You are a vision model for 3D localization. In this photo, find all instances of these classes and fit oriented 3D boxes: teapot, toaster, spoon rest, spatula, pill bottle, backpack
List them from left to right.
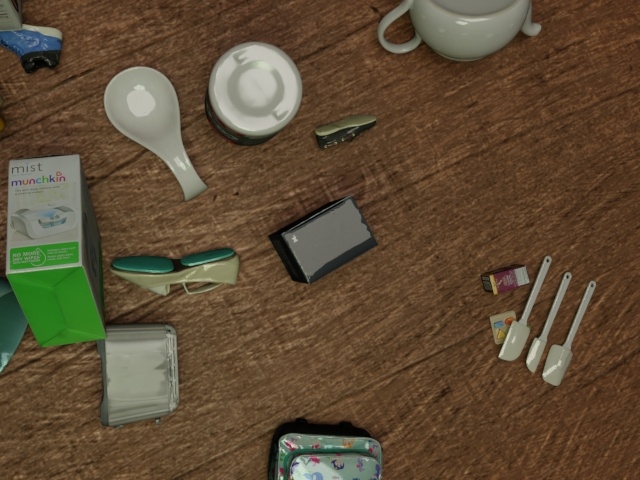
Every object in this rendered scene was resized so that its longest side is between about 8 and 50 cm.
[{"bbox_3d":[-0.345,0.238,1.598,0.147,0.129,0.226,-3,88,-14],"label":"toaster"},{"bbox_3d":[-0.307,-0.206,1.625,0.137,0.084,0.276,-33,96,-8],"label":"spoon rest"},{"bbox_3d":[-0.131,-0.257,1.553,0.161,0.283,0.161,0,90,-10],"label":"pill bottle"},{"bbox_3d":[0.008,0.494,1.635,0.225,0.191,0.253,6,94,-11],"label":"backpack"},{"bbox_3d":[0.283,-0.447,1.683,0.256,0.187,0.252,32,64,17],"label":"teapot"},{"bbox_3d":[0.488,0.169,1.791,0.168,0.019,0.242,26,81,-13],"label":"spatula"}]

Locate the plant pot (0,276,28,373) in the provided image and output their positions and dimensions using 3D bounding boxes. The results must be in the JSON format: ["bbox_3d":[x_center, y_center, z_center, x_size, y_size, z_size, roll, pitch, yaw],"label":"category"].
[{"bbox_3d":[-0.691,0.150,1.467,0.235,0.293,0.293,30,85,4],"label":"plant pot"}]

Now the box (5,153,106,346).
[{"bbox_3d":[-0.458,0.022,1.471,0.127,0.262,0.231,-6,57,-8],"label":"box"}]

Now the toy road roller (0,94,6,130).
[{"bbox_3d":[-0.719,-0.197,1.454,0.330,0.240,0.202,-36,117,-11],"label":"toy road roller"}]

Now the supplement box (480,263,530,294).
[{"bbox_3d":[0.384,0.080,1.758,0.083,0.055,0.043,-15,92,-10],"label":"supplement box"}]

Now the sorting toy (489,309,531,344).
[{"bbox_3d":[0.401,0.180,1.782,0.083,0.012,0.062,-14,92,-9],"label":"sorting toy"}]

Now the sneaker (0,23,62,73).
[{"bbox_3d":[-0.567,-0.360,1.592,0.152,0.058,0.084,3,81,-16],"label":"sneaker"}]

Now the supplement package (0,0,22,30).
[{"bbox_3d":[-0.653,-0.518,1.506,0.204,0.145,0.261,-5,79,-8],"label":"supplement package"}]

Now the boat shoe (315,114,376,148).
[{"bbox_3d":[0.053,-0.222,1.708,0.133,0.049,0.042,-20,121,-16],"label":"boat shoe"}]

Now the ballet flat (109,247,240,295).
[{"bbox_3d":[-0.278,0.069,1.637,0.249,0.086,0.086,-5,91,-11],"label":"ballet flat"}]

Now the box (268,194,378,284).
[{"bbox_3d":[0.000,0.000,1.614,0.153,0.207,0.108,-29,95,-8],"label":"box"}]
